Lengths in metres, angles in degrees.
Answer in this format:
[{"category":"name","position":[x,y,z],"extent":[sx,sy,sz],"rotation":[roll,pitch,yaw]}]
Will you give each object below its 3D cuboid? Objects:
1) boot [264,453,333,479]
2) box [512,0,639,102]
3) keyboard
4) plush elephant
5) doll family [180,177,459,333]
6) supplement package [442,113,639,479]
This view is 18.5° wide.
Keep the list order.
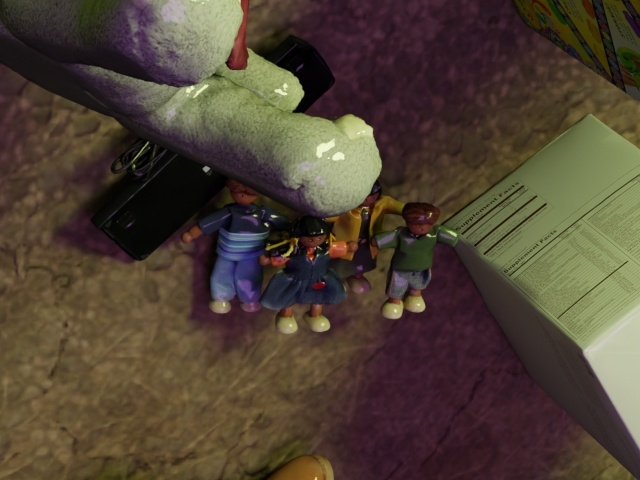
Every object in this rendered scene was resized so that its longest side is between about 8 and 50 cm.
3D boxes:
[{"category":"boot","position":[-0.095,0.212,1.453],"extent":[0.152,0.073,0.197],"rotation":[39,92,-32]},{"category":"box","position":[0.276,-0.243,1.269],"extent":[0.290,0.279,0.177],"rotation":[-37,126,-4]},{"category":"keyboard","position":[-0.081,-0.074,1.337],"extent":[0.192,0.038,0.100],"rotation":[-43,150,-2]},{"category":"plush elephant","position":[-0.087,-0.200,1.130],"extent":[0.272,0.330,0.255],"rotation":[38,76,-54]},{"category":"doll family","position":[0.000,0.000,1.384],"extent":[0.193,0.076,0.111],"rotation":[-11,133,-23]},{"category":"supplement package","position":[0.231,0.051,1.452],"extent":[0.149,0.203,0.194],"rotation":[-37,127,-5]}]
